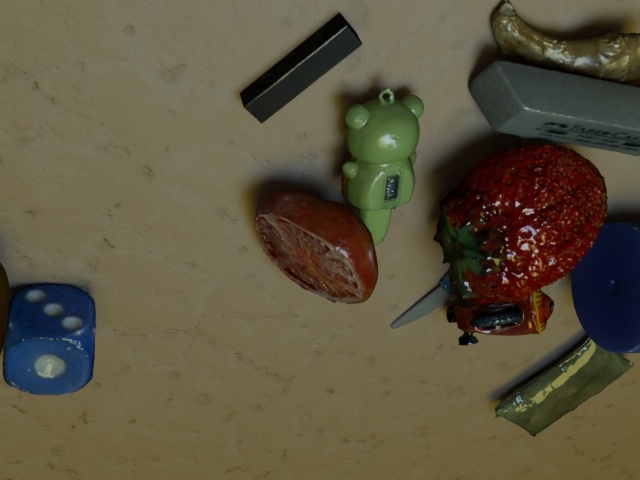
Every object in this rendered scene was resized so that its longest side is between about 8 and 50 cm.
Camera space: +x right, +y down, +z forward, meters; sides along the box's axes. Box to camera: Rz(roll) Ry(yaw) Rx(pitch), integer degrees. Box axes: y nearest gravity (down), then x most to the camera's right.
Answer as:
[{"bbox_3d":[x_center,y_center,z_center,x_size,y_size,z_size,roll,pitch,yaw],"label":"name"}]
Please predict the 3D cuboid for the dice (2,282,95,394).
[{"bbox_3d":[-0.453,0.166,1.366,0.147,0.146,0.143,4,127,-18],"label":"dice"}]

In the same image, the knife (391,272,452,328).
[{"bbox_3d":[0.234,0.106,1.597,0.058,0.032,0.244,18,128,-39],"label":"knife"}]

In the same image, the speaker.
[{"bbox_3d":[-0.030,-0.250,1.194,0.191,0.040,0.046,-36,133,15],"label":"speaker"}]

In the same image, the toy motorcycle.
[{"bbox_3d":[0.329,0.133,1.501,0.171,0.298,0.089,-17,90,-3],"label":"toy motorcycle"}]

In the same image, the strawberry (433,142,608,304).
[{"bbox_3d":[0.343,-0.029,1.358,0.289,0.238,0.250,-17,173,-11],"label":"strawberry"}]

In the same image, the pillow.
[{"bbox_3d":[0.550,0.336,1.857,0.302,0.074,0.185,-42,129,17],"label":"pillow"}]

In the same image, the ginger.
[{"bbox_3d":[0.409,-0.283,1.268,0.334,0.081,0.148,10,164,-16],"label":"ginger"}]

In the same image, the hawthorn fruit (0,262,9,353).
[{"bbox_3d":[-0.597,0.127,1.185,0.268,0.300,0.267,-8,125,-11],"label":"hawthorn fruit"}]

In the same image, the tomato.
[{"bbox_3d":[0.000,0.000,1.336,0.095,0.237,0.236,-56,137,-24],"label":"tomato"}]

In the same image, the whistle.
[{"bbox_3d":[0.093,-0.114,1.302,0.131,0.106,0.288,-13,131,-20],"label":"whistle"}]

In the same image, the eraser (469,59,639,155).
[{"bbox_3d":[0.411,-0.199,1.279,0.353,0.077,0.111,8,170,-12],"label":"eraser"}]

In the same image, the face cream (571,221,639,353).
[{"bbox_3d":[0.643,0.087,1.550,0.225,0.249,0.249,-1,131,-23],"label":"face cream"}]
